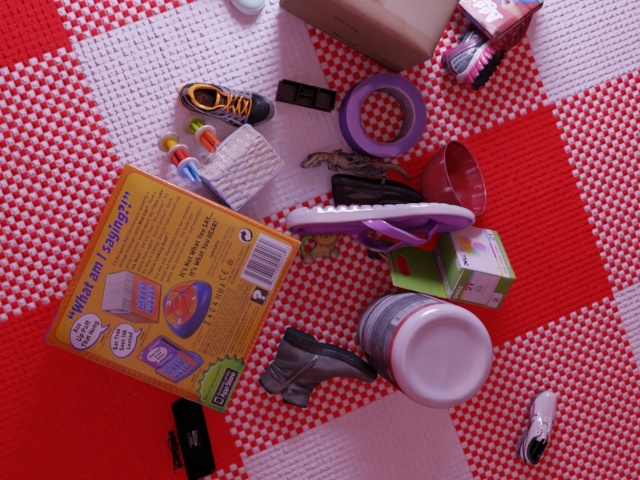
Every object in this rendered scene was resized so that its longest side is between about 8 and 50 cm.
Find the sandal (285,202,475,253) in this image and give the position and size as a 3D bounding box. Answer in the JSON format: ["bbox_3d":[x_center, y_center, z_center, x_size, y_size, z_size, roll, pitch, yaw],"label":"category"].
[{"bbox_3d":[0.131,-0.017,1.823,0.416,0.169,0.102,-1,80,2],"label":"sandal"}]

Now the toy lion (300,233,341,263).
[{"bbox_3d":[0.000,0.000,1.887,0.100,0.034,0.096,-12,89,-10],"label":"toy lion"}]

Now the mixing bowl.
[{"bbox_3d":[0.293,-0.128,1.884,0.098,0.181,0.181,-22,100,34],"label":"mixing bowl"}]

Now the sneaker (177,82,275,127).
[{"bbox_3d":[-0.203,-0.297,1.798,0.215,0.083,0.084,7,91,-13],"label":"sneaker"}]

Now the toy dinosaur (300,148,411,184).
[{"bbox_3d":[0.094,-0.168,1.848,0.268,0.118,0.064,10,97,-12],"label":"toy dinosaur"}]

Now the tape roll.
[{"bbox_3d":[0.141,-0.281,1.871,0.189,0.080,0.189,-1,93,-12],"label":"tape roll"}]

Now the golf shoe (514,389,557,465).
[{"bbox_3d":[0.538,0.457,1.997,0.067,0.086,0.186,20,88,-11],"label":"golf shoe"}]

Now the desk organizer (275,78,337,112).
[{"bbox_3d":[-0.031,-0.325,1.847,0.130,0.050,0.047,11,91,-12],"label":"desk organizer"}]

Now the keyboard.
[{"bbox_3d":[-0.303,0.448,1.857,0.100,0.038,0.192,-15,96,-34],"label":"keyboard"}]

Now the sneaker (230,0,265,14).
[{"bbox_3d":[-0.173,-0.615,1.749,0.094,0.151,0.256,-18,98,-12],"label":"sneaker"}]

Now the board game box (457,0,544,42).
[{"bbox_3d":[0.352,-0.582,1.856,0.145,0.027,0.281,-38,71,-6],"label":"board game box"}]

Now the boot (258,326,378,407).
[{"bbox_3d":[-0.007,0.314,1.888,0.246,0.083,0.161,24,95,-6],"label":"boot"}]

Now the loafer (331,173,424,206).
[{"bbox_3d":[0.127,-0.100,1.888,0.220,0.080,0.078,10,105,-6],"label":"loafer"}]

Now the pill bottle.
[{"bbox_3d":[0.206,0.219,1.771,0.210,0.363,0.210,-1,93,-12],"label":"pill bottle"}]

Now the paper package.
[{"bbox_3d":[0.097,-0.512,1.730,0.325,0.309,0.168,26,90,-11],"label":"paper package"}]

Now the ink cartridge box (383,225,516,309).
[{"bbox_3d":[0.286,0.042,1.856,0.255,0.189,0.097,13,123,-13],"label":"ink cartridge box"}]

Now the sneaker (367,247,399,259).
[{"bbox_3d":[0.147,0.030,1.921,0.083,0.031,0.035,10,116,-17],"label":"sneaker"}]

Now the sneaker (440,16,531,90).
[{"bbox_3d":[0.400,-0.490,1.898,0.112,0.121,0.299,36,77,19],"label":"sneaker"}]

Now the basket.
[{"bbox_3d":[-0.173,-0.155,1.788,0.167,0.103,0.113,-43,120,-6],"label":"basket"}]

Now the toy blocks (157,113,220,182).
[{"bbox_3d":[-0.267,-0.192,1.762,0.123,0.054,0.148,-36,55,-7],"label":"toy blocks"}]

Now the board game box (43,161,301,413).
[{"bbox_3d":[-0.297,0.080,1.662,0.356,0.356,0.356,25,89,-12],"label":"board game box"}]
